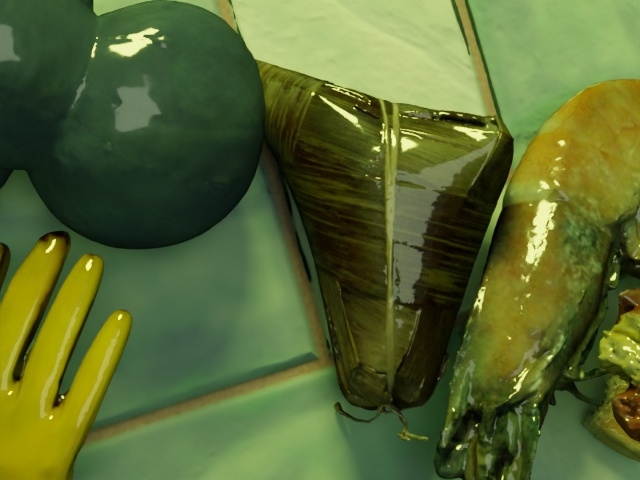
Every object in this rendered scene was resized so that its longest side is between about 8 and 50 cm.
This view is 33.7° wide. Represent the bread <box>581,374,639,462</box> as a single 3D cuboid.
[{"bbox_3d":[0.265,0.138,0.879,0.070,0.035,0.083,31,82,-10],"label":"bread"}]

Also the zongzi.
[{"bbox_3d":[0.000,0.000,0.801,0.241,0.111,0.248,17,88,5],"label":"zongzi"}]

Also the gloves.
[{"bbox_3d":[-0.202,0.138,0.704,0.133,0.116,0.294,14,88,15],"label":"gloves"}]

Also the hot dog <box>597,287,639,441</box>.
[{"bbox_3d":[0.284,0.087,0.758,0.213,0.103,0.146,-18,64,-36],"label":"hot dog"}]

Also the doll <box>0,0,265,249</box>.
[{"bbox_3d":[-0.163,-0.101,0.732,0.258,0.154,0.228,20,105,-26],"label":"doll"}]

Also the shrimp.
[{"bbox_3d":[0.234,0.069,0.832,0.272,0.085,0.445,35,67,-5],"label":"shrimp"}]
